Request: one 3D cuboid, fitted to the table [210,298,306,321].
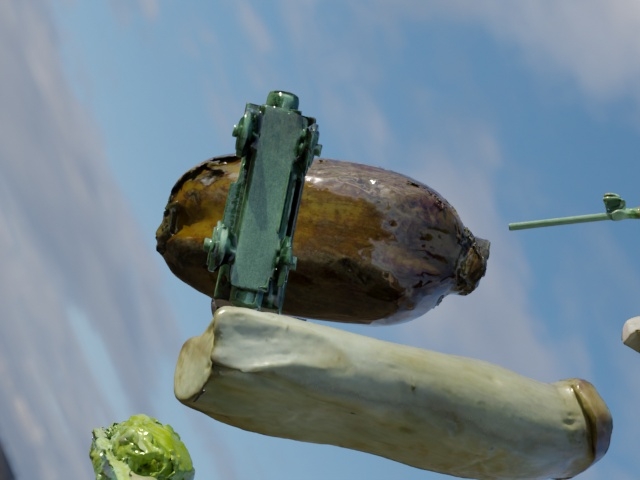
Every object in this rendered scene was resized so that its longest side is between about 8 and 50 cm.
[{"bbox_3d":[-0.087,0.098,2.465,0.133,0.133,0.043,57,-14,38],"label":"table"}]

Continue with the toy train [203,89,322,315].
[{"bbox_3d":[-0.051,-0.030,1.567,0.132,0.083,0.200,101,2,-77],"label":"toy train"}]

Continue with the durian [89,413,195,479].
[{"bbox_3d":[-0.184,0.249,1.809,0.375,0.106,0.132,-156,-132,-76],"label":"durian"}]

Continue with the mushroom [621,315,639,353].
[{"bbox_3d":[0.452,0.120,1.985,0.071,0.209,0.084,108,-7,-45],"label":"mushroom"}]

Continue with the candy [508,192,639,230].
[{"bbox_3d":[0.389,-0.032,2.269,0.084,0.287,0.078,75,9,-68],"label":"candy"}]

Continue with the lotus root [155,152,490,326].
[{"bbox_3d":[0.000,0.000,2.034,0.179,0.397,0.196,-26,125,-79],"label":"lotus root"}]

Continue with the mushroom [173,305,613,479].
[{"bbox_3d":[0.055,0.111,1.171,0.100,0.312,0.081,-48,-143,46],"label":"mushroom"}]
